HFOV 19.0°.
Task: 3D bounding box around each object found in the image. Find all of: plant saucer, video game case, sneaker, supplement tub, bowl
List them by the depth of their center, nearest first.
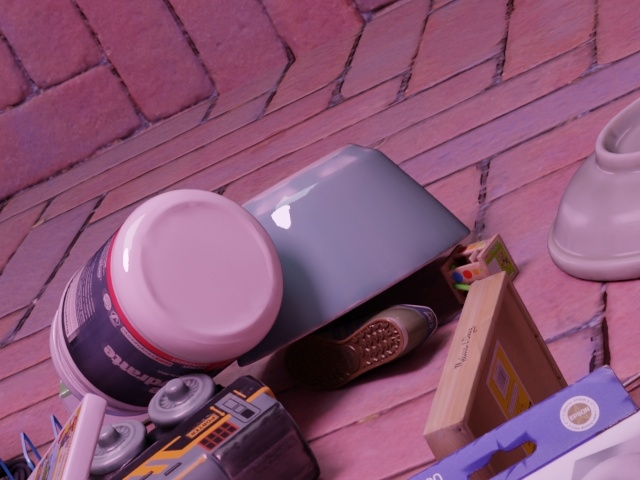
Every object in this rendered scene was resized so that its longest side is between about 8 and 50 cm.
[{"bbox_3d":[-0.258,0.279,1.715,0.206,0.026,0.227,-53,19,44],"label":"video game case"},{"bbox_3d":[0.409,-0.104,2.057,0.400,0.100,0.400,-28,16,9],"label":"plant saucer"},{"bbox_3d":[-0.174,0.075,2.081,0.191,0.191,0.272,-41,0,-34],"label":"supplement tub"},{"bbox_3d":[0.051,0.114,2.102,0.086,0.064,0.192,-22,0,-43],"label":"sneaker"},{"bbox_3d":[0.000,0.000,2.206,0.311,0.163,0.311,-31,0,0],"label":"bowl"}]

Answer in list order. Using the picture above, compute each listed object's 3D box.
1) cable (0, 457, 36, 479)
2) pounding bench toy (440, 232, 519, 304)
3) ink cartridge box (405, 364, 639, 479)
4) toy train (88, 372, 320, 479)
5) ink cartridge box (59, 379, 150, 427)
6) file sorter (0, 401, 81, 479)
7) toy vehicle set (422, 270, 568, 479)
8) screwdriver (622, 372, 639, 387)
[{"bbox_3d":[-0.407,0.315,2.311,0.184,0.047,0.150,-15,17,49],"label":"cable"},{"bbox_3d":[0.167,0.041,2.118,0.065,0.052,0.083,-17,21,38],"label":"pounding bench toy"},{"bbox_3d":[0.167,0.217,1.366,0.223,0.045,0.224,-31,57,-1],"label":"ink cartridge box"},{"bbox_3d":[-0.159,0.257,1.901,0.334,0.142,0.190,-36,27,-20],"label":"toy train"},{"bbox_3d":[-0.240,0.158,2.396,0.154,0.093,0.212,-30,14,3],"label":"ink cartridge box"},{"bbox_3d":[-0.308,0.269,2.155,0.170,0.104,0.118,-31,17,-4],"label":"file sorter"},{"bbox_3d":[0.158,0.155,1.585,0.035,0.166,0.267,-23,17,22],"label":"toy vehicle set"},{"bbox_3d":[0.291,0.116,1.729,0.170,0.025,0.024,-29,16,-2],"label":"screwdriver"}]
